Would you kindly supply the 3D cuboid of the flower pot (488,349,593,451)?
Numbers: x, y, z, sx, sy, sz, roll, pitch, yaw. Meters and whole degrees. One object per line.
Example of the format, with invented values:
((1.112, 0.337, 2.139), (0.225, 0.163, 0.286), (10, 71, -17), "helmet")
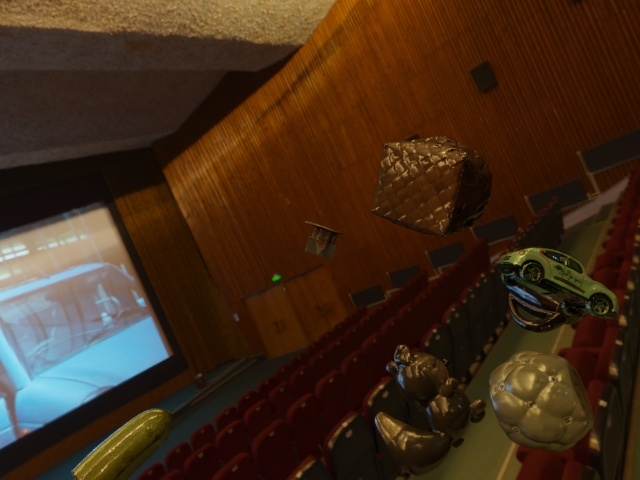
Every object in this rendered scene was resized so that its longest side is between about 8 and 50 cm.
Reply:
((0.554, 0.399, 1.112), (0.195, 0.246, 0.246), (-25, 1, 31), "flower pot")

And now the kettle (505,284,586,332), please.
((0.828, 0.220, 1.627), (0.268, 0.207, 0.290), (-37, 22, 7), "kettle")

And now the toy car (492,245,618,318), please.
((0.598, 0.096, 1.111), (0.136, 0.305, 0.125), (84, -149, -82), "toy car")

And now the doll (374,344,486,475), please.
((0.345, 0.567, 1.561), (0.378, 0.382, 0.252), (-29, -38, -33), "doll")

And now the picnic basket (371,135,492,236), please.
((0.363, -0.163, 1.330), (0.337, 0.293, 0.337), (9, 16, -3), "picnic basket")

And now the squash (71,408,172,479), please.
((-0.373, 0.402, 0.860), (0.188, 0.095, 0.095), (-44, 12, -31), "squash")

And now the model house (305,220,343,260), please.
((0.000, 0.000, 1.321), (0.117, 0.088, 0.167), (19, 3, 1), "model house")
